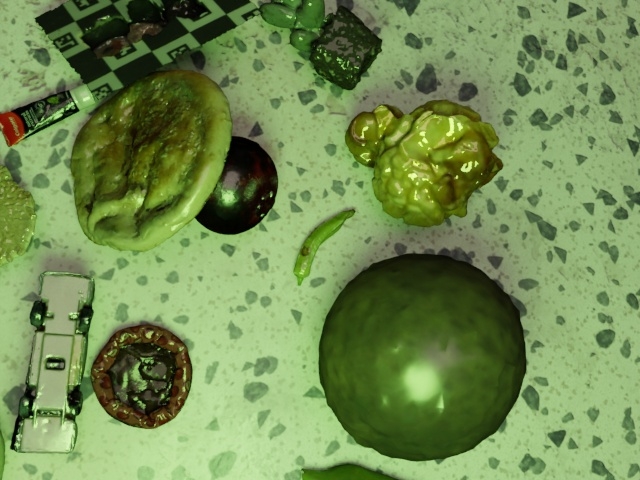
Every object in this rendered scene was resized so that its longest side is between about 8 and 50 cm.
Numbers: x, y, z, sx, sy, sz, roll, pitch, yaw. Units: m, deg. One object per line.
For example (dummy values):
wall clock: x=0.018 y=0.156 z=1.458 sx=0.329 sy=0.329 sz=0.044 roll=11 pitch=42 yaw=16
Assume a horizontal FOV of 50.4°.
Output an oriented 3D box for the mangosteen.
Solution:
mangosteen: x=-0.183 y=-0.111 z=1.334 sx=0.209 sy=0.210 sz=0.210 roll=2 pitch=79 yaw=-12

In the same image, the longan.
longan: x=0.184 y=0.216 z=1.247 sx=0.390 sy=0.391 sz=0.392 roll=2 pitch=79 yaw=-12

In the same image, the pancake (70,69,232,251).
pancake: x=-0.330 y=-0.161 z=1.283 sx=0.386 sy=0.082 sz=0.387 roll=-11 pitch=64 yaw=24

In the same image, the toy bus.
toy bus: x=-0.477 y=0.220 z=1.237 sx=0.112 sy=0.138 sz=0.317 roll=9 pitch=76 yaw=-15

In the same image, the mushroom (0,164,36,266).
mushroom: x=-0.652 y=-0.085 z=1.189 sx=0.207 sy=0.302 sz=0.233 roll=23 pitch=58 yaw=27

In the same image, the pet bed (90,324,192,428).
pet bed: x=-0.338 y=0.257 z=1.299 sx=0.201 sy=0.053 sz=0.201 roll=3 pitch=73 yaw=-11

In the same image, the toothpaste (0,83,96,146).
toothpaste: x=-0.548 y=-0.255 z=1.360 sx=0.193 sy=0.045 sz=0.071 roll=-25 pitch=85 yaw=-9

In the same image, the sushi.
sushi: x=-0.346 y=-0.426 z=1.406 sx=0.373 sy=0.100 sz=0.296 roll=-35 pitch=64 yaw=-16

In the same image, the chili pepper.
chili pepper: x=-0.001 y=-0.001 z=1.426 sx=0.048 sy=0.043 sz=0.208 roll=33 pitch=74 yaw=9

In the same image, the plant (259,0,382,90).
plant: x=-0.003 y=-0.452 z=1.458 sx=0.274 sy=0.149 sz=0.146 roll=43 pitch=74 yaw=1

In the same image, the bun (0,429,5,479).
bun: x=-0.718 y=0.381 z=1.110 sx=0.364 sy=0.219 sz=0.366 roll=2 pitch=83 yaw=-12

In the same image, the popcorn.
popcorn: x=0.208 y=-0.164 z=1.415 sx=0.332 sy=0.225 sz=0.265 roll=15 pitch=95 yaw=1

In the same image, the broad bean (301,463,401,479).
broad bean: x=0.115 y=0.497 z=1.340 sx=0.324 sy=0.067 sz=0.075 roll=17 pitch=85 yaw=-7
